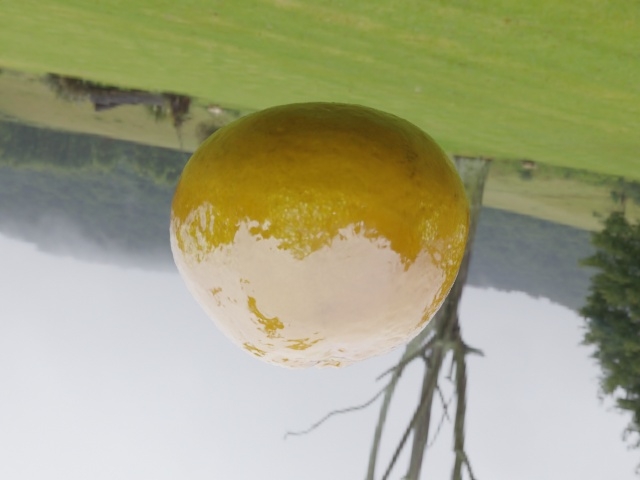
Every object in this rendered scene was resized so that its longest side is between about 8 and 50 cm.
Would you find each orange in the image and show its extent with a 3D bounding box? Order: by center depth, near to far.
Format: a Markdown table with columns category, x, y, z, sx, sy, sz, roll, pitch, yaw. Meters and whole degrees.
| category | x | y | z | sx | sy | sz | roll | pitch | yaw |
| --- | --- | --- | --- | --- | --- | --- | --- | --- | --- |
| orange | 0.000 | 0.000 | 0.452 | 0.159 | 0.136 | 0.159 | -5 | 170 | -1 |
